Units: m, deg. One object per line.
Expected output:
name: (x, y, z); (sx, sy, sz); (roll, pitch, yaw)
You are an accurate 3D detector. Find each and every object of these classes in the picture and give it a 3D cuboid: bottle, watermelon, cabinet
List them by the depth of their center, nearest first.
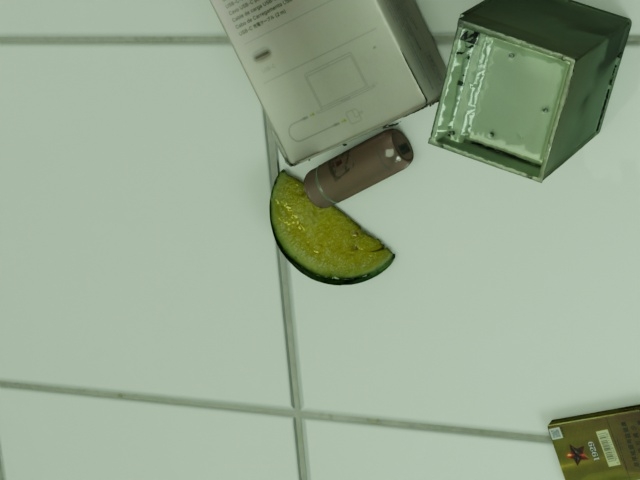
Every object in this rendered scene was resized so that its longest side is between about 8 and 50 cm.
cabinet: (0.225, -0.177, 1.904); (0.150, 0.206, 0.145); (22, 116, 18)
bottle: (0.045, -0.087, 2.114); (0.140, 0.053, 0.053); (-27, 94, 31)
watermelon: (-0.002, 0.006, 2.182); (0.181, 0.075, 0.092); (35, 75, 10)

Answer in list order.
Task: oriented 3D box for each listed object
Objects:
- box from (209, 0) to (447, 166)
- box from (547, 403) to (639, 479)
box: (0.009, -0.240, 2.048); (0.203, 0.106, 0.251); (-23, 97, 31)
box: (0.349, 0.250, 2.100); (0.133, 0.023, 0.090); (-15, 99, 30)
